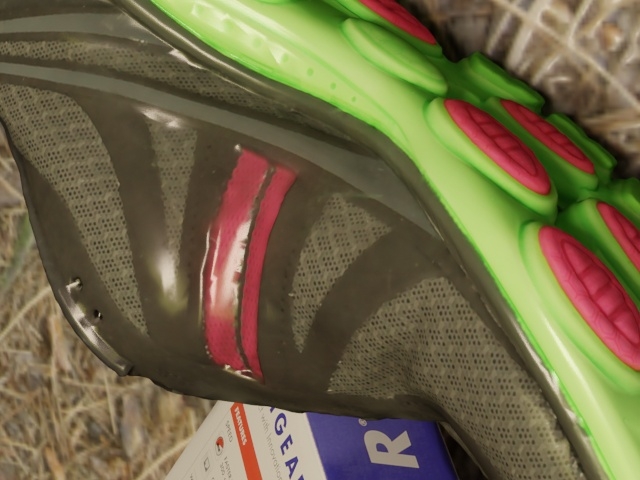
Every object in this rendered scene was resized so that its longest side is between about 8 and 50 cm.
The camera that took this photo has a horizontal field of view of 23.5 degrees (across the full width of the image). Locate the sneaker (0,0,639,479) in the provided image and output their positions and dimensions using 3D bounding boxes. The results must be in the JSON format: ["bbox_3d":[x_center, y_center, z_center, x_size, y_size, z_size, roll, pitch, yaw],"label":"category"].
[{"bbox_3d":[0.000,0.000,0.692,0.483,0.185,0.202,42,114,27],"label":"sneaker"}]

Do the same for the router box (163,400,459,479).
[{"bbox_3d":[-0.018,0.261,0.748,0.301,0.082,0.335,-56,37,34],"label":"router box"}]
